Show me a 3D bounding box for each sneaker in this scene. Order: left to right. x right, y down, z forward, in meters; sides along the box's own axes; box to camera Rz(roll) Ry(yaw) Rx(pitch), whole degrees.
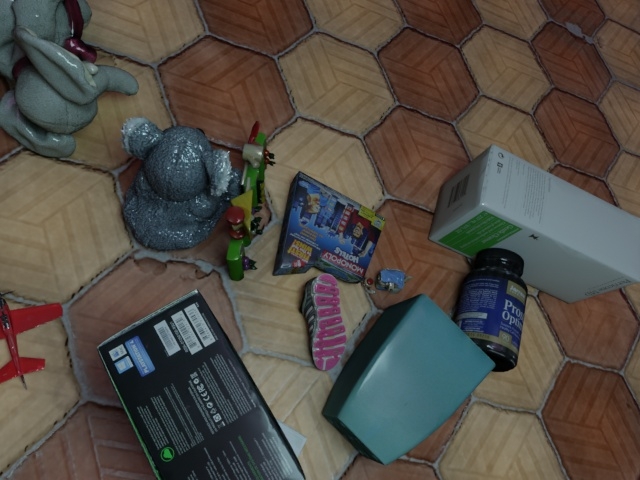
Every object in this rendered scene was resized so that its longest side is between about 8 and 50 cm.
[{"bbox_3d":[0.001,0.140,0.885,0.063,0.075,0.170,-6,95,-22],"label":"sneaker"}]

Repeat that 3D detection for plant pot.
[{"bbox_3d":[0.126,0.239,0.840,0.165,0.165,0.234,45,70,1],"label":"plant pot"}]

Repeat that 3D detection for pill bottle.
[{"bbox_3d":[0.329,0.129,0.972,0.123,0.123,0.219,25,63,-9],"label":"pill bottle"}]

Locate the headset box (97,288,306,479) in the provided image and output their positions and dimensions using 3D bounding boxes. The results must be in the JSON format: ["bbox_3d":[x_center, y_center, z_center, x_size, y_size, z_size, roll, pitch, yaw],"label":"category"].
[{"bbox_3d":[-0.140,0.229,0.667,0.131,0.283,0.246,-30,76,-14],"label":"headset box"}]

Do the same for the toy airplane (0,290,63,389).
[{"bbox_3d":[-0.453,0.144,0.733,0.151,0.028,0.151,8,66,-18],"label":"toy airplane"}]

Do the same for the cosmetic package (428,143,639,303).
[{"bbox_3d":[0.439,-0.023,1.034,0.366,0.197,0.155,24,63,-8],"label":"cosmetic package"}]

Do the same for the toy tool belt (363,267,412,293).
[{"bbox_3d":[0.128,0.075,0.960,0.083,0.051,0.052,3,69,-19],"label":"toy tool belt"}]

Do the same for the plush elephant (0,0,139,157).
[{"bbox_3d":[-0.415,-0.288,0.794,0.330,0.272,0.255,-45,109,-39],"label":"plush elephant"}]

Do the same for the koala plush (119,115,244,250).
[{"bbox_3d":[-0.223,-0.101,0.805,0.196,0.221,0.203,27,63,-9],"label":"koala plush"}]

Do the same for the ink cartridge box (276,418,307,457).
[{"bbox_3d":[-0.076,0.347,0.791,0.063,0.029,0.115,34,63,-5],"label":"ink cartridge box"}]

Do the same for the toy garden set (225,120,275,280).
[{"bbox_3d":[-0.108,-0.075,0.844,0.049,0.203,0.244,9,67,-2],"label":"toy garden set"}]

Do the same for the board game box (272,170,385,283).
[{"bbox_3d":[0.000,0.000,0.939,0.194,0.060,0.194,28,64,-8],"label":"board game box"}]
